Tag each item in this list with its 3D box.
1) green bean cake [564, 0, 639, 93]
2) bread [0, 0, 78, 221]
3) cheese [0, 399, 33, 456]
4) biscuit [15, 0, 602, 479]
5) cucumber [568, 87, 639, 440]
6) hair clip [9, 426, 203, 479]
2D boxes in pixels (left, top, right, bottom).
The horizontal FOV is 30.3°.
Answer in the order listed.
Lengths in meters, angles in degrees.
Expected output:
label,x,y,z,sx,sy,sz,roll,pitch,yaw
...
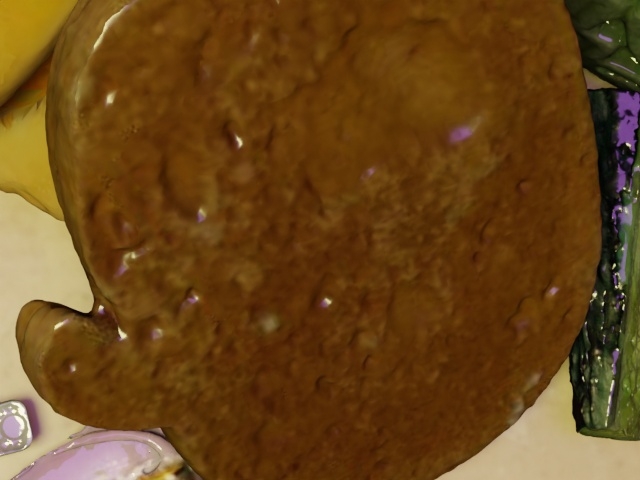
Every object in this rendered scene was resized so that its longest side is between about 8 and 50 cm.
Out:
label,x,y,z,sx,sy,sz,roll,pitch,yaw
green bean cake,0.265,-0.152,0.679,0.241,0.255,0.132,28,79,-9
bread,-0.102,-0.221,0.655,0.245,0.329,0.424,45,70,-44
cheese,-0.253,0.124,0.641,0.192,0.037,0.097,-13,84,-12
biscuit,-0.001,-0.001,0.598,0.314,0.063,0.367,-27,129,-11
cucumber,0.173,0.016,0.732,0.078,0.062,0.211,13,82,-53
hair clip,-0.203,0.212,0.629,0.359,0.095,0.110,-23,51,-22
